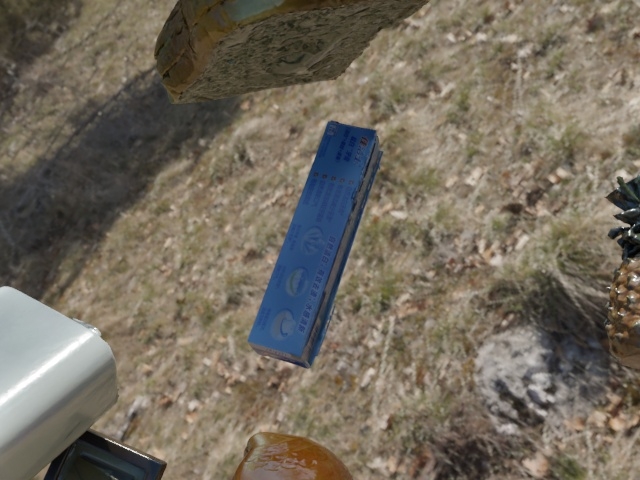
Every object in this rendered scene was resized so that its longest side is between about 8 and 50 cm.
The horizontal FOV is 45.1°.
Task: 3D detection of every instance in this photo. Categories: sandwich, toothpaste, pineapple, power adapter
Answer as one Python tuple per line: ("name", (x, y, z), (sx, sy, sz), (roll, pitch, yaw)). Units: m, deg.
("sandwich", (-0.040, -0.250, 0.883), (0.271, 0.099, 0.301), (-20, 1, -24))
("toothpaste", (0.000, 0.000, 0.841), (0.053, 0.066, 0.272), (65, -139, -64))
("pineapple", (0.515, 0.029, 1.182), (0.169, 0.169, 0.340), (-33, 43, 54))
("power adapter", (-0.365, 0.180, 0.802), (0.255, 0.187, 0.124), (-44, -31, -47))

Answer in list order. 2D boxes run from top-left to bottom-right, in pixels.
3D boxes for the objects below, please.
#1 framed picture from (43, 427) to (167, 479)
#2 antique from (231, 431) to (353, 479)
("framed picture", (-0.268, 0.313, 0.891), (0.023, 0.128, 0.168), (59, -128, -75))
("antique", (-0.054, 0.448, 1.356), (0.278, 0.224, 0.129), (36, 120, 57))
